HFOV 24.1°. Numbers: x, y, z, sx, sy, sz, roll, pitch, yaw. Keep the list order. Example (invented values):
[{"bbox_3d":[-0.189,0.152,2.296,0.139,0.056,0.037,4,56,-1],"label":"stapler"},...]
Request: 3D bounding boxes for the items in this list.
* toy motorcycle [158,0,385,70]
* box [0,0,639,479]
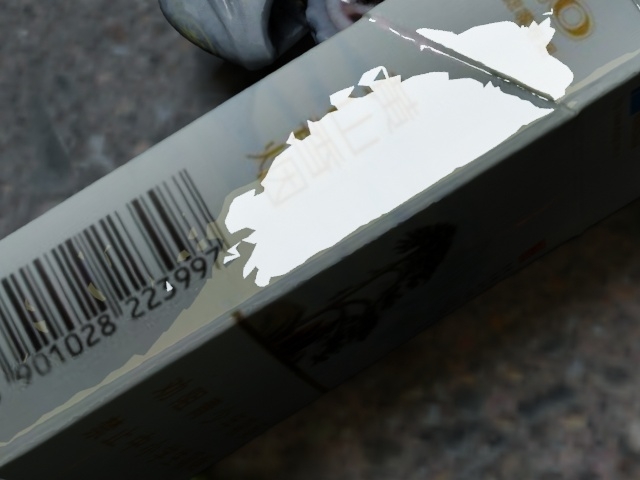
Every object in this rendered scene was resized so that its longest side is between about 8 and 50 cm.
[{"bbox_3d":[-0.004,-0.145,0.574,0.123,0.080,0.215,-11,63,9],"label":"toy motorcycle"},{"bbox_3d":[0.001,-0.001,0.493,0.233,0.149,0.067,-32,75,1],"label":"box"}]
